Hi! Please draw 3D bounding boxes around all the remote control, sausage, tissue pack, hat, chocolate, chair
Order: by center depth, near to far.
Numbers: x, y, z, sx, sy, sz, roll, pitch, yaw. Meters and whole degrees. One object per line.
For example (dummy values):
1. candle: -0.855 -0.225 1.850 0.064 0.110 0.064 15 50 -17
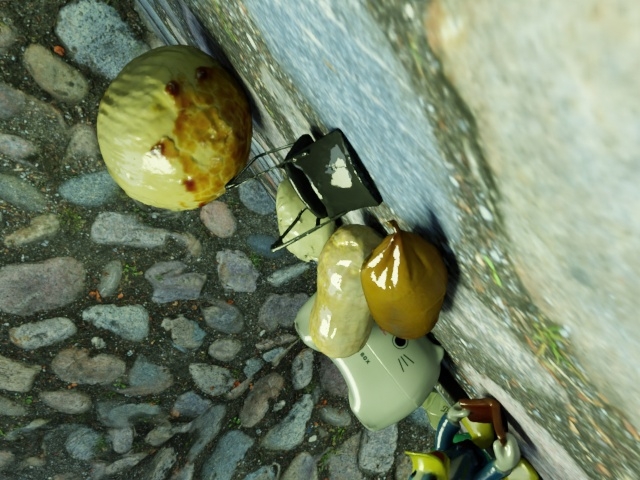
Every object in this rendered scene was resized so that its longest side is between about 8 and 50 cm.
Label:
1. sausage: 0.112 0.063 0.575 0.112 0.112 0.328 51 174 25
2. chair: -0.011 -0.097 0.670 0.140 0.221 0.145 55 -142 -20
3. chocolate: 0.051 0.097 0.789 0.134 0.134 0.310 49 143 41
4. tissue pack: 0.122 0.235 0.989 0.333 0.235 0.229 52 -176 16
5. remote control: 0.349 0.404 1.013 0.245 0.063 0.025 51 134 16
6. hat: 0.342 0.480 1.213 0.122 0.081 0.166 21 -156 -13

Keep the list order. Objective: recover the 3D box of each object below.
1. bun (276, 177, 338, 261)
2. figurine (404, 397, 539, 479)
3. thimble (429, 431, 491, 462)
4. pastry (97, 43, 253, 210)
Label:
1. bun: -0.040 -0.044 1.046 0.229 0.145 0.229 51 177 3
2. figurine: 0.275 0.432 0.798 0.204 0.338 0.284 42 134 36
3. thimble: 0.396 0.654 1.120 0.288 0.254 0.167 41 -175 -32
4. pastry: -0.321 -0.256 1.018 0.312 0.389 0.388 21 173 1
